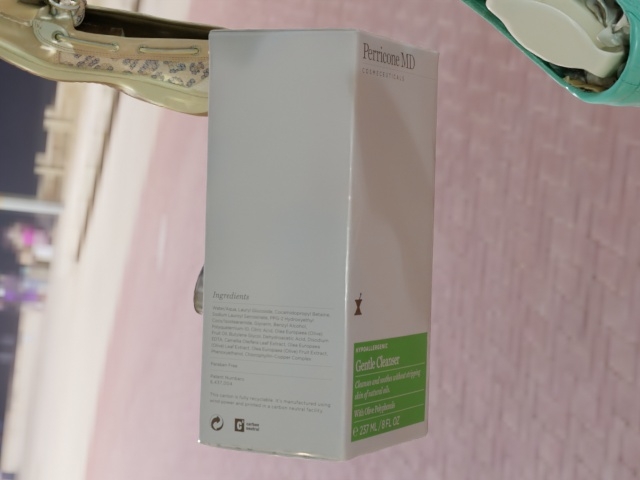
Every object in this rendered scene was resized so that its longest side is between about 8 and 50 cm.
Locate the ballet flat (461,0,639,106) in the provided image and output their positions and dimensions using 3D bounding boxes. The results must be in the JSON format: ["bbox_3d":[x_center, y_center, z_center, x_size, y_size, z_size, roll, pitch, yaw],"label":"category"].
[{"bbox_3d":[0.112,-0.164,0.914,0.247,0.087,0.083,42,121,22],"label":"ballet flat"}]

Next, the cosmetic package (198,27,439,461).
[{"bbox_3d":[0.000,0.000,1.388,0.197,0.155,0.365,-4,-84,-63],"label":"cosmetic package"}]

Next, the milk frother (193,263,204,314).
[{"bbox_3d":[-0.061,0.044,1.901,0.143,0.135,0.129,-34,-41,-58],"label":"milk frother"}]

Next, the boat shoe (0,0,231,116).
[{"bbox_3d":[-0.219,-0.208,1.541,0.104,0.285,0.089,-104,33,-56],"label":"boat shoe"}]
